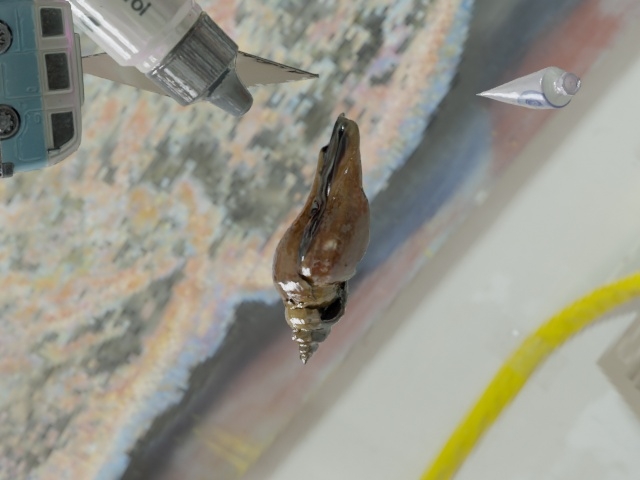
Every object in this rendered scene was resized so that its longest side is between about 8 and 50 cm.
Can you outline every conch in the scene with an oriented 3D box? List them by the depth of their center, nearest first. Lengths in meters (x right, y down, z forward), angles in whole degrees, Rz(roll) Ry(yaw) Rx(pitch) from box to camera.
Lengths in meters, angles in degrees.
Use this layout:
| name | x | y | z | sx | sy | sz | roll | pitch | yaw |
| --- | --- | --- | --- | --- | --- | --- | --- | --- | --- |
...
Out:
| name | x | y | z | sx | sy | sz | roll | pitch | yaw |
| --- | --- | --- | --- | --- | --- | --- | --- | --- | --- |
| conch | -0.002 | 0.003 | 1.333 | 0.086 | 0.080 | 0.232 | 34 | 124 | 38 |

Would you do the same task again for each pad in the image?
| name | x | y | z | sx | sy | sz | roll | pitch | yaw |
| --- | --- | --- | --- | --- | --- | --- | --- | --- | --- |
| pad | -0.141 | -0.176 | 1.452 | 0.245 | 0.170 | 0.006 | -2 | 79 | 47 |

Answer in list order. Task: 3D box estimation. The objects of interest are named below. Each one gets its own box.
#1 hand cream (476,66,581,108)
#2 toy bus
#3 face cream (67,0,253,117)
| name | x | y | z | sx | sy | sz | roll | pitch | yaw |
| --- | --- | --- | --- | --- | --- | --- | --- | --- | --- |
| hand cream | 0.273 | -0.187 | 1.791 | 0.142 | 0.084 | 0.053 | -12 | 71 | 58 |
| toy bus | -0.203 | -0.108 | 0.975 | 0.060 | 0.075 | 0.123 | -160 | 65 | -63 |
| face cream | -0.172 | -0.210 | 1.143 | 0.092 | 0.311 | 0.092 | -42 | 18 | 17 |
